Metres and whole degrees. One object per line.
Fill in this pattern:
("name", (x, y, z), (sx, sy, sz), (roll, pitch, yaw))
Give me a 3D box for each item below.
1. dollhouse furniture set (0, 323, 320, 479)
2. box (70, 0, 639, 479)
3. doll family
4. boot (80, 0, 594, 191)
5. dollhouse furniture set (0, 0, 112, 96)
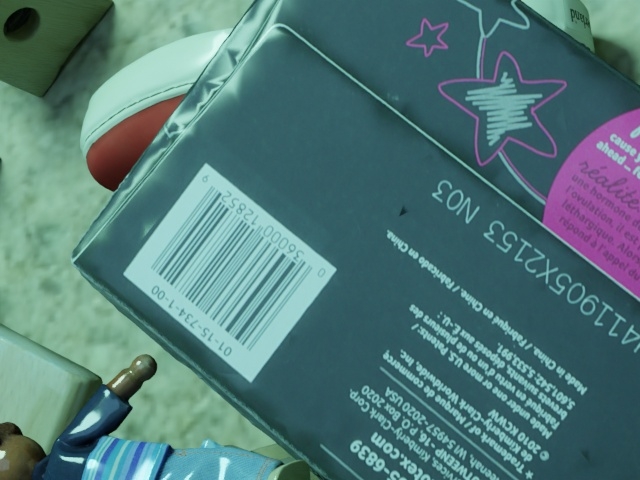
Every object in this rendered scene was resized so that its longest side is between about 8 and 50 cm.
("dollhouse furniture set", (-0.218, 0.210, 0.668), (0.362, 0.256, 0.394), (25, 99, 20))
("box", (0.072, 0.025, 0.592), (0.247, 0.142, 0.163), (39, 97, 15))
("doll family", (-0.069, 0.134, 0.542), (0.111, 0.076, 0.193), (7, 67, 28))
("boot", (0.000, 0.000, 0.742), (0.244, 0.088, 0.176), (-7, 74, 28))
("dollhouse furniture set", (-0.232, -0.104, 0.894), (0.184, 0.129, 0.129), (-51, 56, 11))
